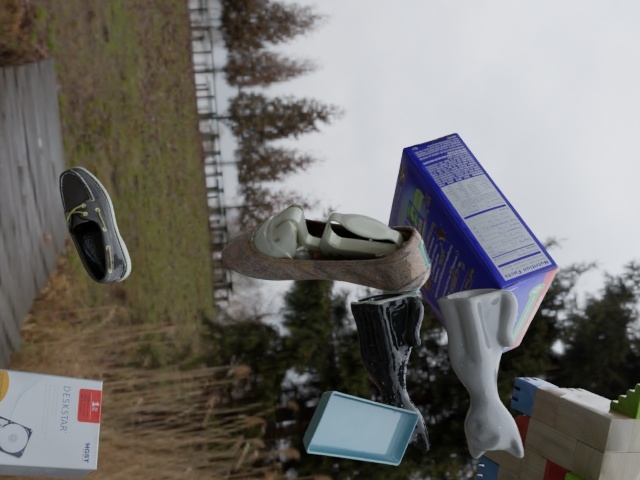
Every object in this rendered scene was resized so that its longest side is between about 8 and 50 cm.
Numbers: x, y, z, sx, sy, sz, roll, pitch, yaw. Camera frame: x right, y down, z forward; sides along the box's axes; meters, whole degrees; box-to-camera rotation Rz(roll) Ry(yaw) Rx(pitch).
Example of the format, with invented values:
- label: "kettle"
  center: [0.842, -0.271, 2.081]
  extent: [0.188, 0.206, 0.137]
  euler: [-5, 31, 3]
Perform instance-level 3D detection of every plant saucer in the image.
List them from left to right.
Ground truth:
- label: "plant saucer"
  center: [0.047, 0.206, 0.832]
  extent: [0.018, 0.192, 0.067]
  euler: [21, -95, 38]

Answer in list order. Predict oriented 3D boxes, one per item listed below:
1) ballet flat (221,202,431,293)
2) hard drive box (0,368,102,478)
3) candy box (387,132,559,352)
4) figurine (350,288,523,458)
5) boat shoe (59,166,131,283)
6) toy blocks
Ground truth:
- label: "ballet flat"
  center: [0.000, 0.000, 1.079]
  extent: [0.106, 0.316, 0.107]
  euler: [78, 22, -43]
- label: "hard drive box"
  center: [-0.548, 0.351, 1.454]
  extent: [0.089, 0.232, 0.181]
  euler: [-39, -132, 45]
- label: "candy box"
  center: [0.249, 0.018, 1.336]
  extent: [0.268, 0.122, 0.317]
  euler: [95, -28, -55]
- label: "figurine"
  center: [0.149, 0.171, 0.955]
  extent: [0.215, 0.092, 0.209]
  euler: [-6, -88, 39]
- label: "boat shoe"
  center: [-0.414, -0.029, 1.370]
  extent: [0.227, 0.081, 0.069]
  euler: [65, 17, 3]
- label: "toy blocks"
  center: [0.351, 0.368, 1.174]
  extent: [0.261, 0.191, 0.381]
  euler: [18, -80, 61]
